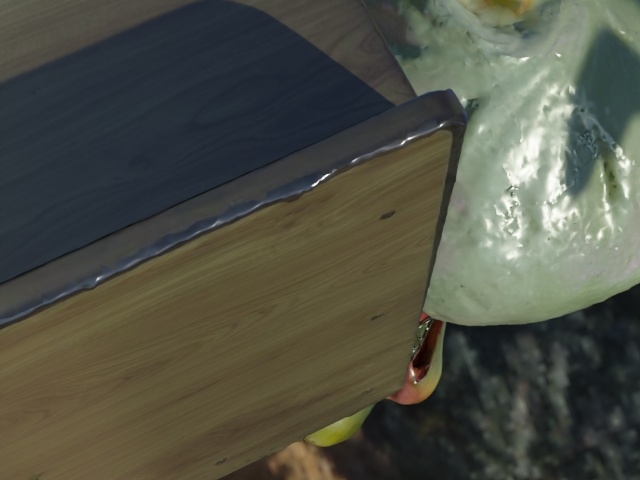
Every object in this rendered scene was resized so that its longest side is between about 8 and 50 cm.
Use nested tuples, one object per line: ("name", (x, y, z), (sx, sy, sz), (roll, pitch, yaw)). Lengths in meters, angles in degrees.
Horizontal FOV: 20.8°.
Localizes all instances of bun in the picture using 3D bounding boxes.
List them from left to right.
("bun", (0.105, -0.103, 0.952), (0.179, 0.283, 0.283), (119, -42, -51))

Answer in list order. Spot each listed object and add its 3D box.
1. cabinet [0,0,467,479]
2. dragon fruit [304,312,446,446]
("cabinet", (-0.066, -0.034, 0.473), (0.175, 0.148, 0.215), (62, -11, 18))
("dragon fruit", (-0.003, 0.005, 1.131), (0.224, 0.224, 0.227), (-109, -140, -69))
